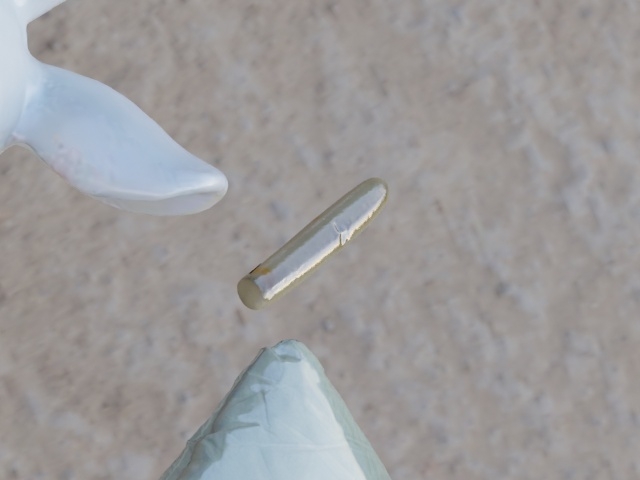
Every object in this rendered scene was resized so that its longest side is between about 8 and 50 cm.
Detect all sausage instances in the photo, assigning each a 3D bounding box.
[{"bbox_3d":[0.000,0.000,1.044,0.132,0.024,0.024,-39,99,-44],"label":"sausage"}]

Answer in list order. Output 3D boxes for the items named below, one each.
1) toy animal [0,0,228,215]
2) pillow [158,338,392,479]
[{"bbox_3d":[-0.083,-0.030,0.293,0.124,0.085,0.071,-6,85,-60],"label":"toy animal"},{"bbox_3d":[-0.025,0.226,0.747,0.281,0.076,0.274,-52,124,-39],"label":"pillow"}]
